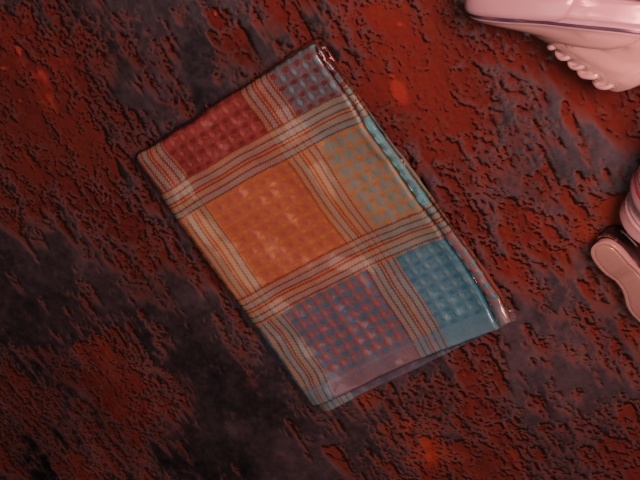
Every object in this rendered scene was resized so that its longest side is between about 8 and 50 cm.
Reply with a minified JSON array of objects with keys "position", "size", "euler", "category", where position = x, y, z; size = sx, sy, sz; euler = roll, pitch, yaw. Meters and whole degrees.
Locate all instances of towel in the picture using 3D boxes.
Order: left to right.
[{"position":[0.000,0.000,1.255],"size":[0.271,0.040,0.370],"euler":[-29,106,27],"category":"towel"}]

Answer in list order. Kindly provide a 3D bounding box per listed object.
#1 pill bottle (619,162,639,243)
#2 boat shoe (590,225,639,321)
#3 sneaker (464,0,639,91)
[{"position":[0.339,-0.059,1.066],"size":[0.087,0.087,0.160],"euler":[27,146,2],"category":"pill bottle"},{"position":[0.321,0.039,1.176],"size":[0.125,0.038,0.046],"euler":[47,139,-9],"category":"boat shoe"},{"position":[0.254,-0.180,1.045],"size":[0.258,0.094,0.091],"euler":[11,115,11],"category":"sneaker"}]
